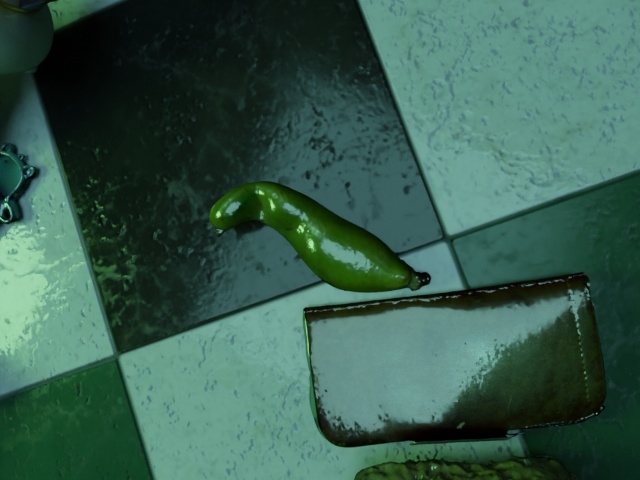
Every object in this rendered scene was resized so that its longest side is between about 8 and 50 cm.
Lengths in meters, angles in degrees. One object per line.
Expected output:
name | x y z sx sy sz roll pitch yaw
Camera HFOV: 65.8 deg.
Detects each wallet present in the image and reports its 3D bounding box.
wallet | 0.112 0.112 0.442 0.255 0.031 0.137 -8 87 10

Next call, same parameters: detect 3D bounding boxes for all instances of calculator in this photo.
calculator | -0.369 -0.043 0.535 0.141 0.019 0.094 -44 82 4

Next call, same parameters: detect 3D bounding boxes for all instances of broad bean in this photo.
broad bean | 0.000 0.000 0.456 0.213 0.048 0.071 21 85 8

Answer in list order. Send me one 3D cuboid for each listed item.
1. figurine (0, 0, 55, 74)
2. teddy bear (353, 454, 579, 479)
figurine | -0.359 -0.176 0.460 0.263 0.189 0.142 -34 79 23
teddy bear | 0.156 0.295 0.366 0.267 0.156 0.256 -12 83 48
